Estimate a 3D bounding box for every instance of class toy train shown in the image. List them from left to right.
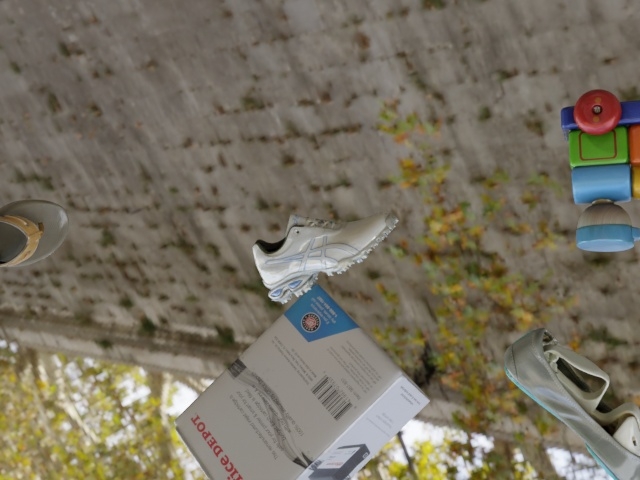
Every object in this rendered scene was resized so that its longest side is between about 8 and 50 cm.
[{"bbox_3d":[0.352,-0.066,0.849,0.248,0.143,0.105,-3,172,18],"label":"toy train"}]

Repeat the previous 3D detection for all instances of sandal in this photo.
[{"bbox_3d":[-0.333,-0.003,0.964,0.049,0.072,0.180,12,-169,34],"label":"sandal"}]

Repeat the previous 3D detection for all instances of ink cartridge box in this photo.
[{"bbox_3d":[-0.031,0.255,1.376,0.307,0.129,0.223,-44,-128,-1],"label":"ink cartridge box"}]

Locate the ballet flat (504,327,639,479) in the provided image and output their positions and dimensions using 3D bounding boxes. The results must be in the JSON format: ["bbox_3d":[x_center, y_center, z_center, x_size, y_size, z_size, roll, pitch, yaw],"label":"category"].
[{"bbox_3d":[0.276,0.172,0.918,0.068,0.213,0.072,-48,178,26],"label":"ballet flat"}]

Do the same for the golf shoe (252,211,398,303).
[{"bbox_3d":[0.000,0.000,1.053,0.176,0.086,0.069,-29,-173,16],"label":"golf shoe"}]
